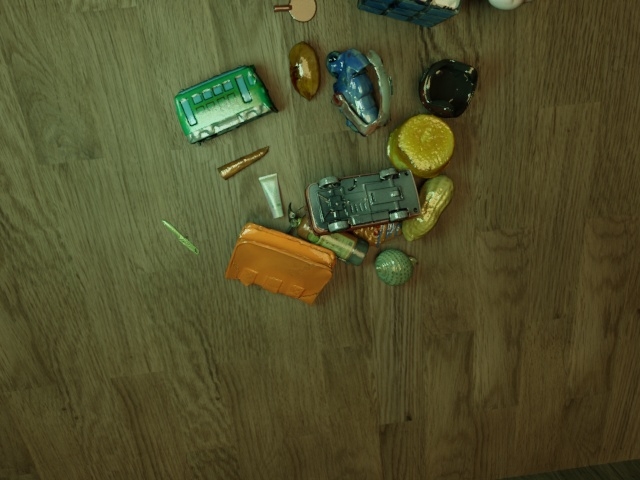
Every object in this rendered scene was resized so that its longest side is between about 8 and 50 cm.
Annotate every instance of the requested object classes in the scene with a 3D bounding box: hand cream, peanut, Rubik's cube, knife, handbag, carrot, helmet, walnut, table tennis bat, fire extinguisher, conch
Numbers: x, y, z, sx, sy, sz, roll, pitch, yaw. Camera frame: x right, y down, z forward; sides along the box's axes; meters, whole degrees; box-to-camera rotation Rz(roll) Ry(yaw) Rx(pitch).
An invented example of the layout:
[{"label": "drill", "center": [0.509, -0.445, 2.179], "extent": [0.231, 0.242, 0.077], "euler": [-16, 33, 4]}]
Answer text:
[{"label": "hand cream", "center": [-0.193, -0.181, 1.686], "extent": [0.076, 0.047, 0.175], "euler": [-15, 101, 1]}, {"label": "peanut", "center": [0.437, -0.129, 1.692], "extent": [0.146, 0.147, 0.306], "euler": [25, 100, -13]}, {"label": "Rubik's cube", "center": [0.309, -0.899, 1.330], "extent": [0.300, 0.305, 0.304], "euler": [10, 110, -6]}, {"label": "knife", "center": [-0.587, -0.013, 1.725], "extent": [0.030, 0.014, 0.207], "euler": [-42, 108, 8]}, {"label": "handbag", "center": [-0.162, 0.105, 1.698], "extent": [0.409, 0.116, 0.304], "euler": [20, 136, -11]}, {"label": "carrot", "center": [-0.298, -0.311, 1.629], "extent": [0.224, 0.057, 0.057], "euler": [-28, 109, 0]}, {"label": "helmet", "center": [0.465, -0.557, 1.520], "extent": [0.215, 0.193, 0.189], "euler": [27, 99, -21]}, {"label": "walnut", "center": [-0.056, -0.616, 1.510], "extent": [0.115, 0.116, 0.207], "euler": [-12, 117, 0]}, {"label": "table tennis bat", "center": [-0.090, -0.834, 1.474], "extent": [0.154, 0.019, 0.098], "euler": [-7, 110, -5]}, {"label": "fire extinguisher", "center": [0.001, 0.002, 1.715], "extent": [0.375, 0.113, 0.200], "euler": [28, 106, -8]}, {"label": "conch", "center": [0.333, 0.123, 1.783], "extent": [0.199, 0.131, 0.173], "euler": [-1, 109, -3]}]

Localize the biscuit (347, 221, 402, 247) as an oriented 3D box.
[{"label": "biscuit", "center": [0.223, -0.054, 1.766], "extent": [0.279, 0.043, 0.183], "euler": [-3, 106, -7]}]

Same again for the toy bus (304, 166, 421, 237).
[{"label": "toy bus", "center": [0.147, -0.140, 1.579], "extent": [0.426, 0.233, 0.203], "euler": [-10, 83, -15]}]

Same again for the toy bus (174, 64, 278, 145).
[{"label": "toy bus", "center": [-0.344, -0.491, 1.489], "extent": [0.343, 0.183, 0.200], "euler": [-21, 104, 2]}]

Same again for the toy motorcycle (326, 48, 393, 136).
[{"label": "toy motorcycle", "center": [0.156, -0.555, 1.502], "extent": [0.240, 0.182, 0.319], "euler": [-13, 113, 29]}]

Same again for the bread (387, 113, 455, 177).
[{"label": "bread", "center": [0.398, -0.370, 1.598], "extent": [0.268, 0.146, 0.269], "euler": [0, 94, -1]}]

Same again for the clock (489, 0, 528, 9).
[{"label": "clock", "center": [0.661, -0.927, 1.307], "extent": [0.250, 0.376, 0.369], "euler": [19, 110, 22]}]
